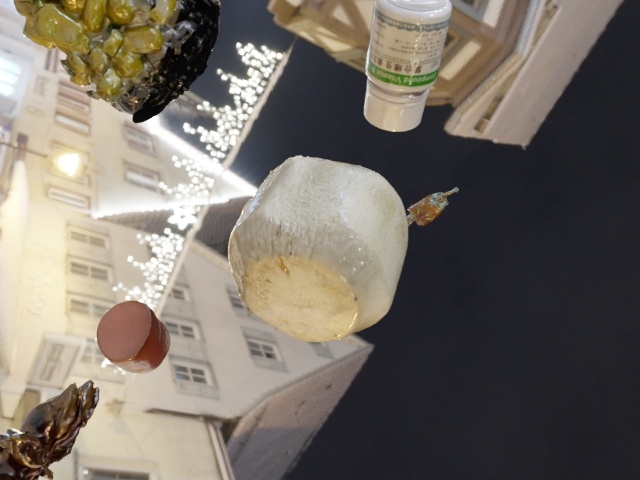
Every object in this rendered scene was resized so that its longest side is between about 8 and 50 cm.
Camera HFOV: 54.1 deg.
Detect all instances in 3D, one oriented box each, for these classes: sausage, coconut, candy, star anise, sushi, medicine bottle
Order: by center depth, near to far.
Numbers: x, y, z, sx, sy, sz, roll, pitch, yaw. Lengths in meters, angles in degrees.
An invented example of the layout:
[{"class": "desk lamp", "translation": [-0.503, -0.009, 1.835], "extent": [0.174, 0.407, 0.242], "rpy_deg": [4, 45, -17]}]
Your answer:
[{"class": "star anise", "translation": [-0.412, 0.312, 0.879], "extent": [0.288, 0.088, 0.288], "rpy_deg": [-52, -177, 4]}, {"class": "coconut", "translation": [0.000, 0.000, 0.895], "extent": [0.245, 0.245, 0.247], "rpy_deg": [-43, -162, 41]}, {"class": "sausage", "translation": [-0.335, 0.184, 1.149], "extent": [0.259, 0.113, 0.114], "rpy_deg": [111, -13, -71]}, {"class": "medicine bottle", "translation": [0.150, -0.330, 1.151], "extent": [0.139, 0.139, 0.237], "rpy_deg": [-105, -163, -44]}, {"class": "sushi", "translation": [-0.380, -0.442, 1.198], "extent": [0.328, 0.285, 0.328], "rpy_deg": [-32, -99, 6]}, {"class": "candy", "translation": [0.210, -0.059, 1.235], "extent": [0.182, 0.053, 0.046], "rpy_deg": [-38, -111, 63]}]
